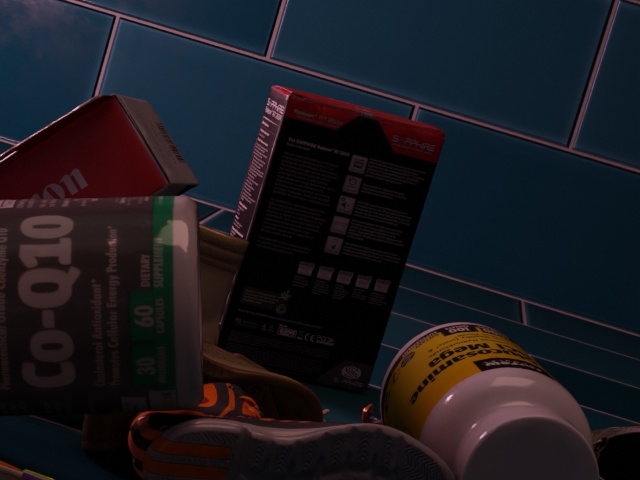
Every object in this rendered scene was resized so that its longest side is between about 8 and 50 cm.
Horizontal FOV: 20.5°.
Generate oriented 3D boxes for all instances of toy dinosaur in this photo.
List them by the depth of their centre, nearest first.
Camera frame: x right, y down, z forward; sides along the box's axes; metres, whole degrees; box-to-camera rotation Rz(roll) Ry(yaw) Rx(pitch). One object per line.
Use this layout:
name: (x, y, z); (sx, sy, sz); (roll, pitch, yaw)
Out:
toy dinosaur: (0.094, 0.223, 2.196); (0.082, 0.047, 0.090); (-12, 34, -35)

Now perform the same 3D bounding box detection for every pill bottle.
pill bottle: (-0.290, 0.063, 1.642); (0.361, 0.204, 0.204); (-2, 9, -3)
pill bottle: (0.181, 0.210, 1.889); (0.187, 0.188, 0.334); (15, 7, -11)

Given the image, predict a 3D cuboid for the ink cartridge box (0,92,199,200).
ink cartridge box: (-0.323, -0.037, 2.067); (0.130, 0.309, 0.272); (58, 6, 2)

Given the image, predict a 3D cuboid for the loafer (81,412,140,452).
loafer: (-0.179, 0.173, 1.770); (0.056, 0.050, 0.148); (0, 11, 37)

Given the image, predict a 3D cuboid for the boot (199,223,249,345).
boot: (-0.230, 0.051, 2.092); (0.262, 0.203, 0.095); (17, 7, -13)

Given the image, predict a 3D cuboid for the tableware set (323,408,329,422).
tableware set: (-0.041, 0.199, 2.123); (0.104, 0.024, 0.154); (15, 8, -9)

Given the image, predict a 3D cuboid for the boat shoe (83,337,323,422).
boat shoe: (-0.165, 0.152, 1.888); (0.341, 0.122, 0.110); (24, -1, -26)

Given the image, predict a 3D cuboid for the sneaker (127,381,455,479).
sneaker: (-0.034, 0.202, 1.731); (0.321, 0.125, 0.180); (14, 9, -20)

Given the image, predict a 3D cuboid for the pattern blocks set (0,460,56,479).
pattern blocks set: (-0.206, 0.197, 1.330); (0.285, 0.026, 0.325); (20, -15, 6)

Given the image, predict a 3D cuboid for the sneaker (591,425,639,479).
sneaker: (0.313, 0.240, 1.927); (0.115, 0.105, 0.281); (17, -25, -35)

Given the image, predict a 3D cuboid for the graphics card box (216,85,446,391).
graphics card box: (0.000, 0.000, 2.340); (0.232, 0.371, 0.094); (12, 9, -22)
